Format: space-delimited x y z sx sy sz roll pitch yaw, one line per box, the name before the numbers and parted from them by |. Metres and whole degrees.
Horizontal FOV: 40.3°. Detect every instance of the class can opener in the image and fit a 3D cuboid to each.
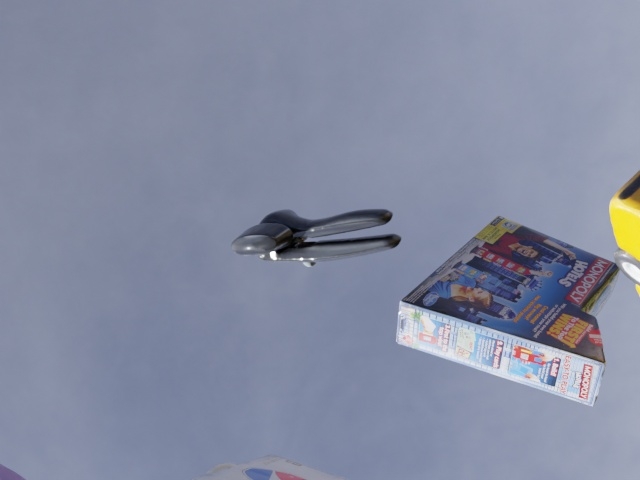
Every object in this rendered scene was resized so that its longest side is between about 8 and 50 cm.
can opener | 0.000 0.000 0.860 0.073 0.186 0.059 -49 -55 -44

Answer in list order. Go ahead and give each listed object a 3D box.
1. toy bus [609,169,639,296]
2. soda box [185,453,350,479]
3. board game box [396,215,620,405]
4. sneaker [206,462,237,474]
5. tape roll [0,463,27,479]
toy bus | 0.345 0.047 0.724 0.108 0.130 0.332 -43 -50 -6
soda box | -0.034 0.162 0.447 0.216 0.074 0.069 27 -102 -73
board game box | 0.211 0.073 0.873 0.194 0.194 0.060 -36 -40 -38
sneaker | -0.139 0.457 1.252 0.094 0.151 0.256 -1 -111 -5
tape roll | -0.265 0.242 0.594 0.189 0.189 0.080 24 -60 -33
